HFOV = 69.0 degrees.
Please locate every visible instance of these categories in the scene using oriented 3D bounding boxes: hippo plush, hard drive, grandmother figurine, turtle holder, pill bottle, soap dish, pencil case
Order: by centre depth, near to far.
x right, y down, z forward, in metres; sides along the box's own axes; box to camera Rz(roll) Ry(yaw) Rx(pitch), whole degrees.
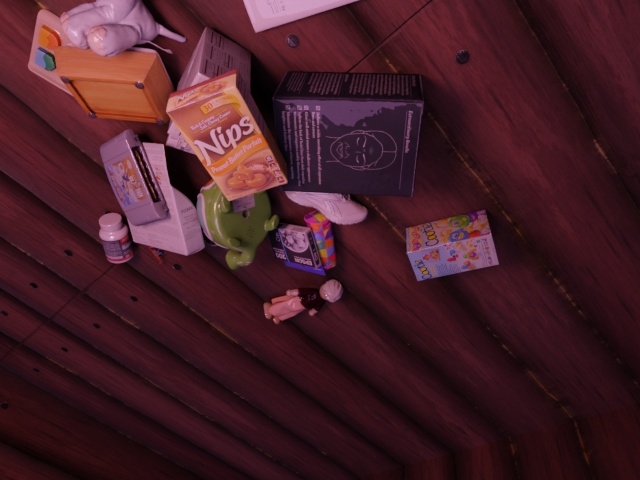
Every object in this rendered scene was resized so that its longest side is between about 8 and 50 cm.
[{"bbox_3d":[-0.056,-0.680,1.176,0.319,0.040,0.210,-10,127,17],"label":"hard drive"},{"bbox_3d":[-0.526,-0.617,1.178,0.294,0.234,0.236,12,130,0],"label":"hippo plush"},{"bbox_3d":[-0.584,-0.447,1.352,0.291,0.118,0.229,5,157,3],"label":"soap dish"},{"bbox_3d":[-0.286,-0.077,1.583,0.227,0.243,0.320,12,145,42],"label":"turtle holder"},{"bbox_3d":[0.000,0.000,1.687,0.104,0.104,0.236,1,129,8],"label":"pencil case"},{"bbox_3d":[-0.790,-0.011,1.796,0.108,0.108,0.180,6,130,4],"label":"pill bottle"},{"bbox_3d":[-0.065,0.242,1.901,0.342,0.104,0.208,-22,150,21],"label":"grandmother figurine"}]

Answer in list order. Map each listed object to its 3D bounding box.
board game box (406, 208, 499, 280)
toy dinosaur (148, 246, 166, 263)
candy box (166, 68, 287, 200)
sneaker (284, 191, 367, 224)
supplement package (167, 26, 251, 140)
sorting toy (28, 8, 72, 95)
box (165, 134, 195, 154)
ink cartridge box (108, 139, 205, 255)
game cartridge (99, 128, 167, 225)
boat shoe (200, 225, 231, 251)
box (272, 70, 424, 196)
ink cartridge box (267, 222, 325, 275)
[{"bbox_3d":[0.447,0.018,1.599,0.275,0.142,0.144,-14,126,19],"label":"board game box"},{"bbox_3d":[-0.649,0.047,1.845,0.047,0.090,0.082,-1,174,23],"label":"toy dinosaur"},{"bbox_3d":[-0.226,-0.256,1.194,0.183,0.087,0.316,-16,138,11],"label":"candy box"},{"bbox_3d":[0.030,-0.150,1.557,0.297,0.111,0.129,23,123,-11],"label":"sneaker"},{"bbox_3d":[-0.299,-0.410,1.277,0.145,0.262,0.204,22,131,-27],"label":"supplement package"},{"bbox_3d":[-0.772,-0.548,1.400,0.193,0.038,0.208,31,127,-16],"label":"sorting toy"},{"bbox_3d":[-0.378,-0.336,1.479,0.186,0.038,0.145,16,131,-24],"label":"box"},{"bbox_3d":[-0.566,-0.156,1.604,0.308,0.091,0.385,11,118,34],"label":"ink cartridge box"},{"bbox_3d":[-0.618,-0.196,1.529,0.198,0.062,0.297,-11,103,36],"label":"game cartridge"},{"bbox_3d":[-0.398,-0.005,1.759,0.233,0.079,0.084,33,125,-19],"label":"boat shoe"},{"bbox_3d":[0.083,-0.309,1.347,0.396,0.212,0.293,4,129,7],"label":"box"},{"bbox_3d":[-0.094,0.036,1.693,0.206,0.045,0.208,10,130,39],"label":"ink cartridge box"}]
